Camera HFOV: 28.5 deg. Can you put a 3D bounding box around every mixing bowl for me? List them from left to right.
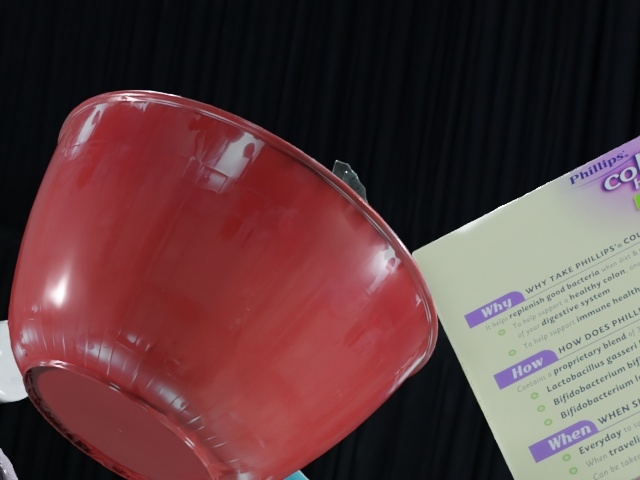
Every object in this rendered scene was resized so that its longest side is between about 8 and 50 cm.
[{"bbox_3d":[-0.056,0.039,0.504,0.181,0.098,0.181,24,-31,16],"label":"mixing bowl"}]

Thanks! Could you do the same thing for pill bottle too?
[{"bbox_3d":[-0.295,0.106,1.045,0.120,0.067,0.067,-11,-12,34],"label":"pill bottle"}]

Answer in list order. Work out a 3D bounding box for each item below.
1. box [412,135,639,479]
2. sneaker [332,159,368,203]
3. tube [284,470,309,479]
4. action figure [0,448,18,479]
[{"bbox_3d":[0.203,0.069,0.778,0.117,0.214,0.243,57,7,-40],"label":"box"},{"bbox_3d":[0.001,0.002,1.345,0.089,0.170,0.051,30,19,-35],"label":"sneaker"},{"bbox_3d":[-0.076,0.207,1.249,0.052,0.080,0.207,-12,40,-40],"label":"tube"},{"bbox_3d":[-0.407,0.084,0.797,0.370,0.275,0.248,-17,29,-7],"label":"action figure"}]
